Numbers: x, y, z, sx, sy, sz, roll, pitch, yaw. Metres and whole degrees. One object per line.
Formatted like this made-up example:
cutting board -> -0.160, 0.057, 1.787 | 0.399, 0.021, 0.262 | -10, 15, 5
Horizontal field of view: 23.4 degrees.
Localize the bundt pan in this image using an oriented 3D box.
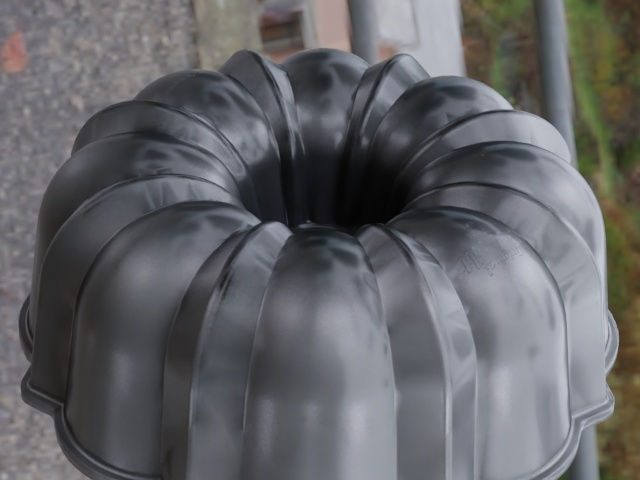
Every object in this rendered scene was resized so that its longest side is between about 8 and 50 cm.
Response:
bundt pan -> 0.000, 0.000, 0.813 | 0.331, 0.330, 0.124 | -58, 155, -52
